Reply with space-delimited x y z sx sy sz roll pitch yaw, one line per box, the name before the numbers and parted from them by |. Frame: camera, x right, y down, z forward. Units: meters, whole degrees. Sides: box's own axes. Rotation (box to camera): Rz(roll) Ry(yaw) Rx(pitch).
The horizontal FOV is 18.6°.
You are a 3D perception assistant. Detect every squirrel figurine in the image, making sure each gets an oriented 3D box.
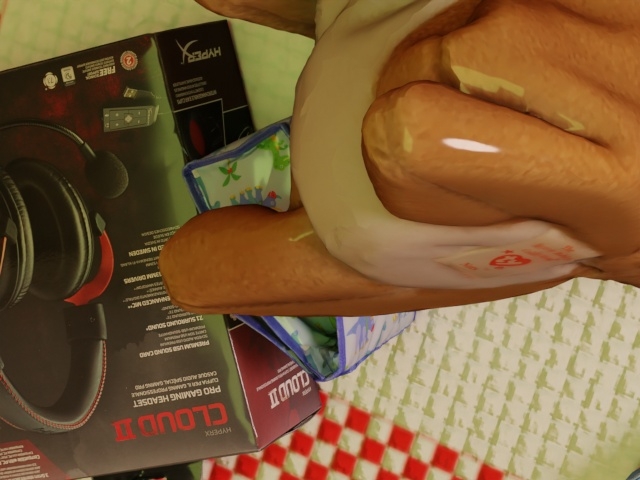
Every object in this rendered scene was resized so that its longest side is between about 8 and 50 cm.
squirrel figurine | 0.116 -0.165 1.039 0.397 0.281 0.370 3 73 -19

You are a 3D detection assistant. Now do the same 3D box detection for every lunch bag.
lunch bag | 0.000 0.000 1.176 0.096 0.129 0.151 -24 93 29

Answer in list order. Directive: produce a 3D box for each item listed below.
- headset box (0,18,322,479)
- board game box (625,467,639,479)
headset box | -0.138 0.027 1.249 0.218 0.110 0.293 -11 96 24
board game box | 0.302 0.186 1.138 0.160 0.039 0.211 -37 86 24
